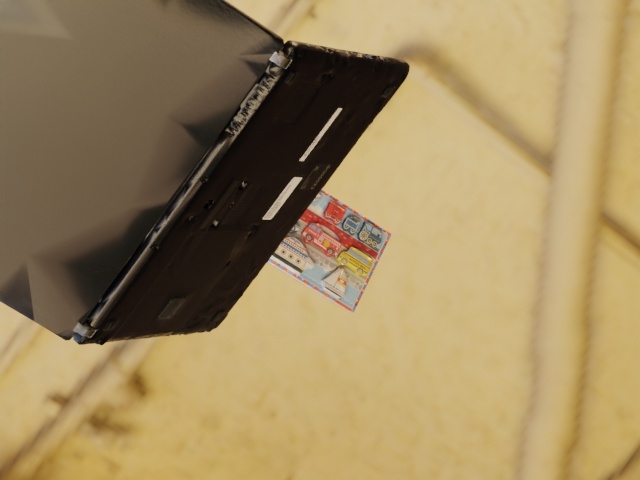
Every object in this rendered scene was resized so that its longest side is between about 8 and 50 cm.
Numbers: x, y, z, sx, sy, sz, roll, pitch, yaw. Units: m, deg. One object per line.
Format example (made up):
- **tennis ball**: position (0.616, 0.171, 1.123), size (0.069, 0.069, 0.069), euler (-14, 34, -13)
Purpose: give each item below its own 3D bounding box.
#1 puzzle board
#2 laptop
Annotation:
- **puzzle board**: position (0.000, 0.000, 1.941), size (0.096, 0.128, 0.011), euler (-64, 14, -23)
- **laptop**: position (-0.108, -0.065, 1.203), size (0.234, 0.136, 0.264), euler (-52, -21, 18)
